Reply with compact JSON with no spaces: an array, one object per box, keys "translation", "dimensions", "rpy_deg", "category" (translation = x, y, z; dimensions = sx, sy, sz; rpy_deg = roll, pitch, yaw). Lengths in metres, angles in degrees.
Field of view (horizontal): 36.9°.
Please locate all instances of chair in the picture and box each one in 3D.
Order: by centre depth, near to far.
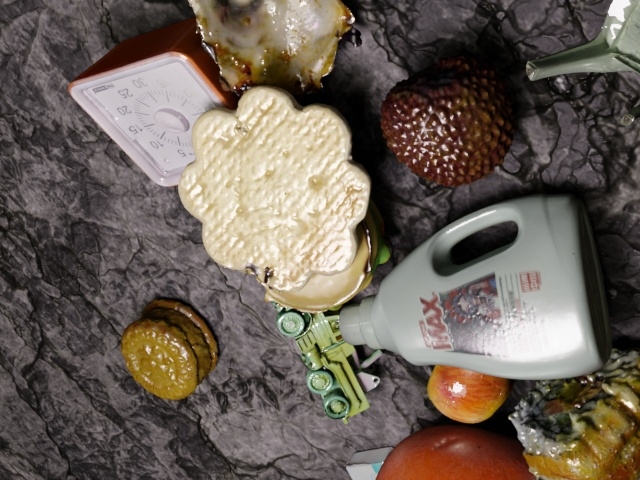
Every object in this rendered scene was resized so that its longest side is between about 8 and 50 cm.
[{"translation":[0.419,-0.239,1.108],"dimensions":[0.190,0.274,0.203],"rpy_deg":[47,137,30],"category":"chair"}]

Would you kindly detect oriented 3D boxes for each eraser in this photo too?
[{"translation":[0.141,0.498,1.817],"dimensions":[0.095,0.052,0.225],"rpy_deg":[-19,106,35],"category":"eraser"}]

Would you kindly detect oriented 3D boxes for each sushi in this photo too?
[{"translation":[0.389,0.272,1.396],"dimensions":[0.139,0.274,0.184],"rpy_deg":[57,159,-21],"category":"sushi"}]

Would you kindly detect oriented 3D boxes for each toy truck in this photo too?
[{"translation":[0.017,0.174,1.660],"dimensions":[0.135,0.128,0.260],"rpy_deg":[-29,112,5],"category":"toy truck"}]

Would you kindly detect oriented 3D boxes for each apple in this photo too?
[{"translation":[0.242,0.223,1.529],"dimensions":[0.146,0.146,0.147],"rpy_deg":[15,125,23],"category":"apple"}]

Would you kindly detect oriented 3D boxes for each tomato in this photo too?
[{"translation":[0.255,0.449,1.583],"dimensions":[0.341,0.272,0.341],"rpy_deg":[31,141,29],"category":"tomato"}]

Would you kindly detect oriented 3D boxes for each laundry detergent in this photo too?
[{"translation":[0.211,0.085,1.428],"dimensions":[0.397,0.124,0.264],"rpy_deg":[-11,87,30],"category":"laundry detergent"}]

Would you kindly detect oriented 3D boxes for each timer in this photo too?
[{"translation":[-0.220,-0.209,1.538],"dimensions":[0.257,0.161,0.250],"rpy_deg":[-8,123,34],"category":"timer"}]

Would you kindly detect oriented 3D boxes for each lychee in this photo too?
[{"translation":[0.176,-0.159,1.314],"dimensions":[0.188,0.188,0.188],"rpy_deg":[15,125,23],"category":"lychee"}]

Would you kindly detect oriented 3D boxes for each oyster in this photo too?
[{"translation":[-0.105,-0.365,1.388],"dimensions":[0.221,0.096,0.361],"rpy_deg":[-31,105,8],"category":"oyster"}]

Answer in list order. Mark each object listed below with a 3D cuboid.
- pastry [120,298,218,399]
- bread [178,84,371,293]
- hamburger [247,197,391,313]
[{"translation":[-0.296,0.213,1.874],"dimensions":[0.188,0.103,0.189],"rpy_deg":[15,124,23],"category":"pastry"},{"translation":[-0.068,-0.075,1.426],"dimensions":[0.315,0.054,0.316],"rpy_deg":[5,106,18],"category":"bread"},{"translation":[0.000,0.000,1.528],"dimensions":[0.237,0.149,0.237],"rpy_deg":[4,102,18],"category":"hamburger"}]
